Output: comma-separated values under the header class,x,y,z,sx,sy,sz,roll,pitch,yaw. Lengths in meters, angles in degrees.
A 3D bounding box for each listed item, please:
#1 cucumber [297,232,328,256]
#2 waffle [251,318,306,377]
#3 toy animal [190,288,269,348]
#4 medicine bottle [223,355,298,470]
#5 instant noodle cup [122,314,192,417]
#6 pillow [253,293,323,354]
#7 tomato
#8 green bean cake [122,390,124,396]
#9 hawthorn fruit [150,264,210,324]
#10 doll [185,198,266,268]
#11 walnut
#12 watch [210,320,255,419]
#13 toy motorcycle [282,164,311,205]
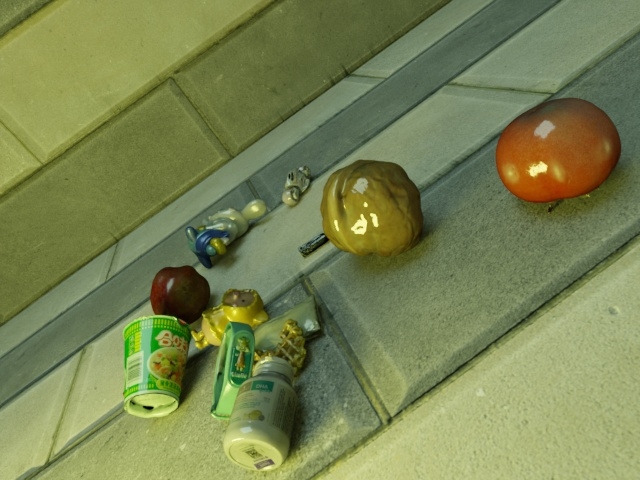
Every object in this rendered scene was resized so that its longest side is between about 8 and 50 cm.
class,x,y,z,sx,sy,sz,roll,pitch,yaw
cucumber,0.000,0.000,1.567,0.163,0.043,0.039,-31,-15,3
waffle,-0.116,0.292,1.173,0.194,0.051,0.149,-28,50,24
toy animal,-0.274,0.241,1.392,0.230,0.156,0.156,-29,25,-11
medicine bottle,-0.119,0.362,0.999,0.135,0.135,0.215,-23,29,23
instant noodle cup,-0.472,0.363,1.326,0.207,0.207,0.232,-27,44,16
pillow,-0.100,0.246,1.261,0.230,0.050,0.148,-30,28,13
tomato,0.540,-0.203,1.070,0.256,0.224,0.256,-30,17,10
green bean cake,-0.544,0.442,1.456,0.136,0.056,0.135,-12,33,39
hawthorn fruit,-0.504,0.213,1.633,0.208,0.208,0.248,-23,41,24
doll,-0.448,-0.038,1.981,0.376,0.187,0.365,-38,12,40
walnut,0.134,-0.088,1.279,0.285,0.285,0.296,-48,25,-23
watch,-0.222,0.318,1.156,0.195,0.068,0.237,133,144,-54
toy motorcycle,-0.111,-0.254,2.028,0.112,0.112,0.254,-17,33,33
